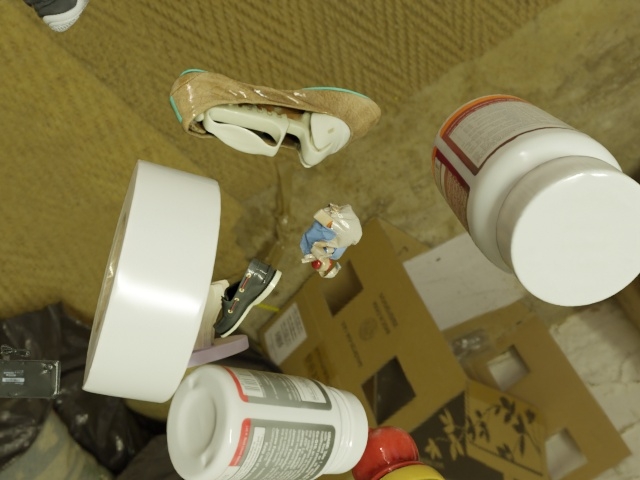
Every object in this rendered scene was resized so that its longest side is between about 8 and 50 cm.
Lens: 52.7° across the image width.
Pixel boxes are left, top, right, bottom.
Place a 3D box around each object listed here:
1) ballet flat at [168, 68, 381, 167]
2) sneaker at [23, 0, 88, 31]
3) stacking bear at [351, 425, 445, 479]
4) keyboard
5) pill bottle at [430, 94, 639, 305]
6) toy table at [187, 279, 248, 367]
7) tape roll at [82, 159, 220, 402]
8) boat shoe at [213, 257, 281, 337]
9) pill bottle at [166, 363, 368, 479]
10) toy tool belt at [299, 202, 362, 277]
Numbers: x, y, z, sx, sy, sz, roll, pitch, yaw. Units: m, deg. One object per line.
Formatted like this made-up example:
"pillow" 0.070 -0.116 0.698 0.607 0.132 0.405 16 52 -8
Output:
"ballet flat" -0.059 -0.177 0.992 0.342 0.124 0.116 7 141 -22
"sneaker" -0.294 -0.362 0.704 0.153 0.101 0.268 29 132 -26
"stacking bear" 0.135 0.419 1.010 0.175 0.289 0.164 26 112 -32
"keyboard" -0.629 0.269 1.335 0.180 0.023 0.108 2 89 -4
"pill bottle" 0.171 -0.042 0.533 0.121 0.221 0.121 -1 114 -3
"toy table" -0.288 0.184 1.413 0.252 0.161 0.274 -11 180 29
"tape roll" -0.210 0.050 0.796 0.100 0.286 0.286 14 126 -20
"boat shoe" -0.096 0.068 0.767 0.042 0.049 0.133 33 129 -11
"pill bottle" -0.072 0.283 0.980 0.283 0.161 0.161 19 123 -41
"toy tool belt" 0.000 0.000 0.643 0.051 0.052 0.083 2 135 -35
